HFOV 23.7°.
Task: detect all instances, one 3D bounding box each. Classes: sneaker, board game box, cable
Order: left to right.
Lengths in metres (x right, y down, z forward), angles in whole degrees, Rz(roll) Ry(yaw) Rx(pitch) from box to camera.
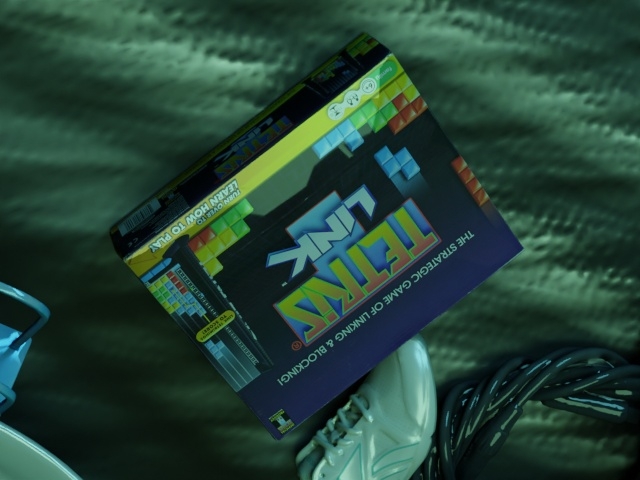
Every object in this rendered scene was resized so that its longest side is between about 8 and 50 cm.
[{"bbox_3d":[0.000,0.000,0.796,0.170,0.048,0.141,-38,116,-1],"label":"board game box"},{"bbox_3d":[0.022,0.118,0.847,0.061,0.054,0.152,10,108,-19],"label":"sneaker"},{"bbox_3d":[0.139,0.132,0.901,0.184,0.047,0.150,-23,109,-11],"label":"cable"}]

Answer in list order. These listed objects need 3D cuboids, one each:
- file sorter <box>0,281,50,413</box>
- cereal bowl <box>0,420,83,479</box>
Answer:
[{"bbox_3d":[-0.200,0.087,0.645,0.118,0.104,0.170,25,68,-14],"label":"file sorter"},{"bbox_3d":[-0.237,0.243,0.725,0.339,0.141,0.339,6,74,-21],"label":"cereal bowl"}]
